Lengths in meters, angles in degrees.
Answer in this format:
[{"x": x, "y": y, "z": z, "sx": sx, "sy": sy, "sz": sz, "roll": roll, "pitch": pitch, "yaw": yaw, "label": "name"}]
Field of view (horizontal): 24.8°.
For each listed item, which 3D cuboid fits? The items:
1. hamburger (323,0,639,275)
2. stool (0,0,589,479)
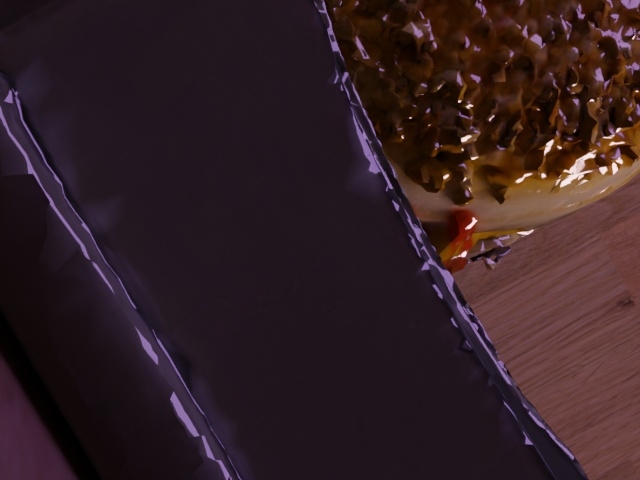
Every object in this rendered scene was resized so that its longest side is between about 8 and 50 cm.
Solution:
[{"x": 0.037, "y": -0.126, "z": 0.584, "sx": 0.276, "sy": 0.294, "sz": 0.179, "roll": 41, "pitch": -22, "yaw": 0, "label": "hamburger"}, {"x": 0.075, "y": -0.011, "z": 0.388, "sx": 0.243, "sy": 0.270, "sz": 0.170, "roll": 60, "pitch": 5, "yaw": -8, "label": "stool"}]
